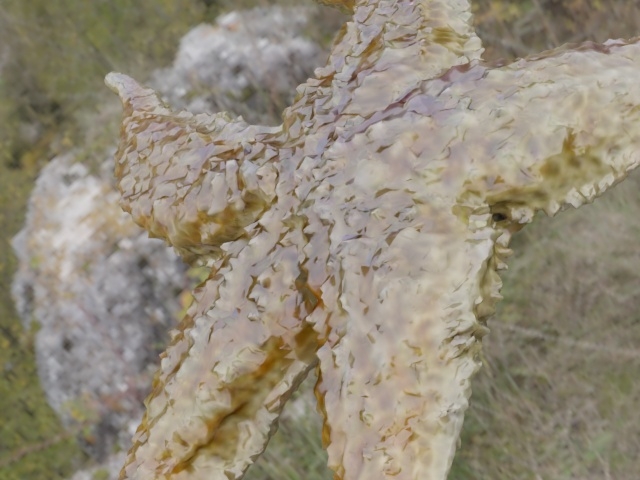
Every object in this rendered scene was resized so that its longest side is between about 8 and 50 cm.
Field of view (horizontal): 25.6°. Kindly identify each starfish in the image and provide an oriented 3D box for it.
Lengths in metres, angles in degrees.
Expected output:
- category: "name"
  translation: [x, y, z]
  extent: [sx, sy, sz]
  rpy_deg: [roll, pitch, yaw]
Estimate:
- category: "starfish"
  translation: [-0.002, -0.002, 0.452]
  extent: [0.299, 0.060, 0.302]
  rpy_deg: [-3, 53, 35]
